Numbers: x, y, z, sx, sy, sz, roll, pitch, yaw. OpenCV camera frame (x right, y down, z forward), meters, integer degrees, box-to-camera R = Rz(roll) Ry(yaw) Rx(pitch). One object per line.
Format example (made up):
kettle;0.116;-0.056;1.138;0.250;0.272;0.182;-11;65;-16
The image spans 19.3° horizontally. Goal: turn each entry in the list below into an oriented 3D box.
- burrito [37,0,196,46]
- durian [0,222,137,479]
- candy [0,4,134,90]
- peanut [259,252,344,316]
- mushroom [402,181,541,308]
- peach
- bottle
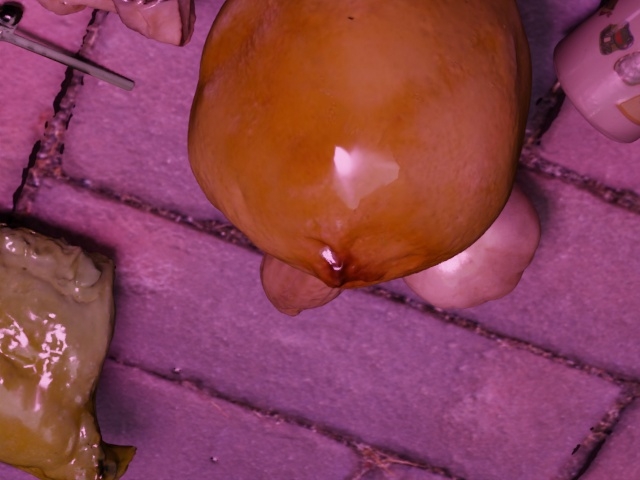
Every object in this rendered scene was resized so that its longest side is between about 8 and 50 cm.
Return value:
burrito;-0.191;-0.330;1.634;0.175;0.107;0.347;2;127;14
durian;-0.329;0.103;1.963;0.340;0.204;0.255;22;99;-8
candy;-0.308;-0.197;1.789;0.288;0.084;0.078;22;120;-21
peanut;0.000;0.000;1.894;0.098;0.090;0.214;50;133;19
mushroom;0.144;-0.006;1.867;0.154;0.122;0.154;2;95;21
peach;0.045;-0.122;1.661;0.281;0.315;0.314;25;121;-34
bottle;0.335;-0.200;1.679;0.120;0.120;0.253;38;124;-23
